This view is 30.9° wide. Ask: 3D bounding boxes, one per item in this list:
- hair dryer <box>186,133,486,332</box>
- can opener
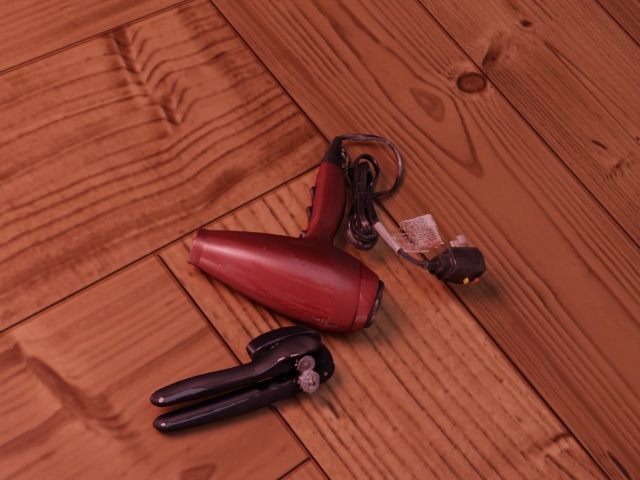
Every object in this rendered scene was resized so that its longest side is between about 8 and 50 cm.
[{"bbox_3d":[0.000,0.000,1.172,0.293,0.080,0.224,-12,49,-33],"label":"hair dryer"},{"bbox_3d":[-0.069,0.133,1.063,0.186,0.073,0.059,-22,108,-28],"label":"can opener"}]
